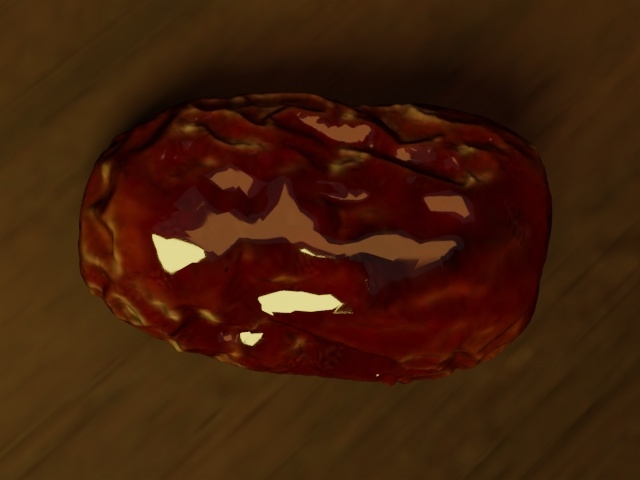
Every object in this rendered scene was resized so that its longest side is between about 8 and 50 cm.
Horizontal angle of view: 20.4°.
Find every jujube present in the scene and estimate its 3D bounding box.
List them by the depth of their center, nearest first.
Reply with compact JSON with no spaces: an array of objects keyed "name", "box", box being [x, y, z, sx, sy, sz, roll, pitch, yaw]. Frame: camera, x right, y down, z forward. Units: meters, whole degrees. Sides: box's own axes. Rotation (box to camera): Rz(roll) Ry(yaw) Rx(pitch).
[{"name":"jujube","box":[0.000,0.000,0.469,0.129,0.077,0.077,2,90,-24]}]
